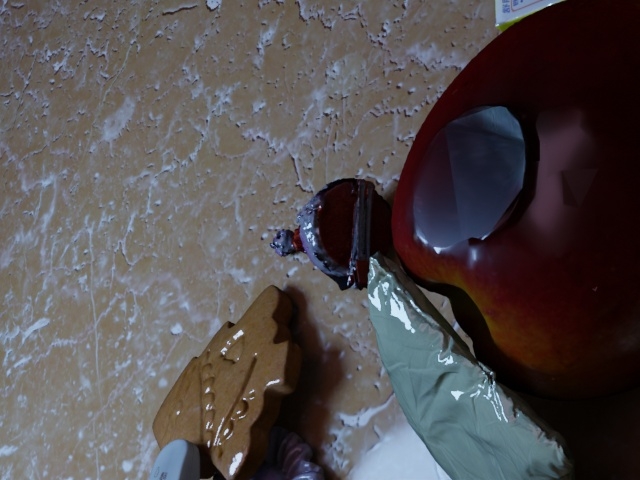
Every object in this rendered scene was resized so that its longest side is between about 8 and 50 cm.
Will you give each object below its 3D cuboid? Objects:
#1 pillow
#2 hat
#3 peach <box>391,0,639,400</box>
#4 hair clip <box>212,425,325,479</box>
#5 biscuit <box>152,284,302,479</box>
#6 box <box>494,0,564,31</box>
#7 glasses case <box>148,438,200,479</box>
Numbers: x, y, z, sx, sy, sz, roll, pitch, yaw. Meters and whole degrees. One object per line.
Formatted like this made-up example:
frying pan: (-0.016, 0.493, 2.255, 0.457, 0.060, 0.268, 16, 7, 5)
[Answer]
pillow: (0.145, 0.179, 1.157, 0.076, 0.274, 0.281, -34, 56, -13)
hat: (0.003, 0.003, 1.504, 0.227, 0.129, 0.140, -17, 87, 60)
peach: (0.245, -0.042, 1.115, 0.406, 0.310, 0.335, -55, 42, 16)
hair clip: (-0.115, 0.364, 1.492, 0.300, 0.069, 0.173, -50, 40, 21)
biscuit: (-0.137, 0.208, 1.551, 0.306, 0.043, 0.284, -30, 40, 41)
box: (0.287, -0.365, 1.337, 0.168, 0.097, 0.265, -18, 63, 40)
glasses case: (-0.188, 0.338, 1.441, 0.074, 0.049, 0.193, -30, 41, 41)
